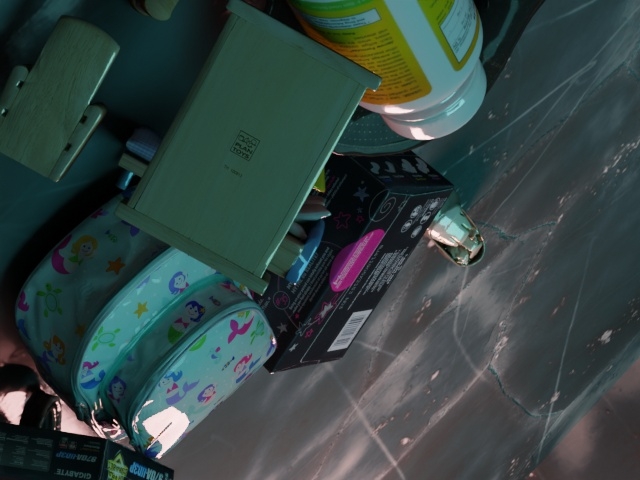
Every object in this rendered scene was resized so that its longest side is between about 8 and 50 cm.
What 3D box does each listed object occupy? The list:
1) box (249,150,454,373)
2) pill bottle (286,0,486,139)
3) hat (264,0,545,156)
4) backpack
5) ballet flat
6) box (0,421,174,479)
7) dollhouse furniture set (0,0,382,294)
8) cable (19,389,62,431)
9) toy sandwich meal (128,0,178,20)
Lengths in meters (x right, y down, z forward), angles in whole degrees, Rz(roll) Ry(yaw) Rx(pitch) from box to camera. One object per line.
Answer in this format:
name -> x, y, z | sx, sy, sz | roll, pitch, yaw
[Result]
box -> 0.000, 0.000, 1.978 | 0.247, 0.142, 0.163 | -57, 157, 20
pill bottle -> 0.057, -0.192, 1.531 | 0.136, 0.136, 0.245 | -46, 143, -8
hat -> 0.058, -0.246, 1.691 | 0.331, 0.134, 0.331 | -20, 136, -21
backpack -> -0.169, 0.075, 1.752 | 0.225, 0.191, 0.253 | -42, 151, -14
ballet flat -> 0.171, -0.017, 2.347 | 0.072, 0.068, 0.213 | -50, 157, 0
box -> -0.271, 0.213, 1.739 | 0.175, 0.220, 0.051 | 48, 51, -67
dollhouse furniture set -> -0.099, -0.115, 1.580 | 0.198, 0.286, 0.303 | -61, -176, 6
cable -> -0.282, 0.263, 1.954 | 0.139, 0.072, 0.287 | -51, 162, -51
toy sandwich meal -> -0.129, -0.226, 1.542 | 0.085, 0.029, 0.085 | -39, 155, -22
